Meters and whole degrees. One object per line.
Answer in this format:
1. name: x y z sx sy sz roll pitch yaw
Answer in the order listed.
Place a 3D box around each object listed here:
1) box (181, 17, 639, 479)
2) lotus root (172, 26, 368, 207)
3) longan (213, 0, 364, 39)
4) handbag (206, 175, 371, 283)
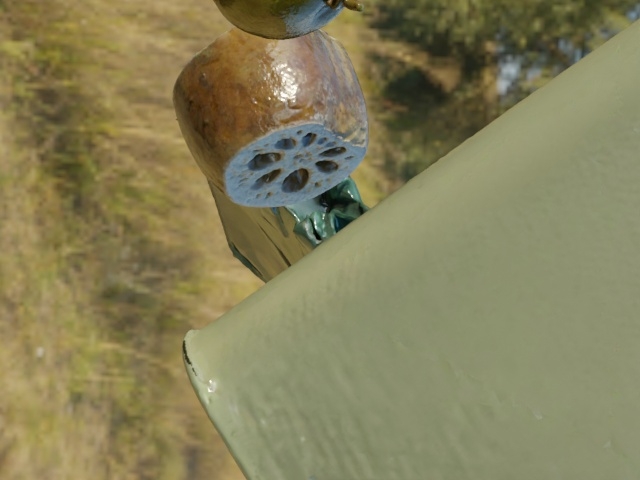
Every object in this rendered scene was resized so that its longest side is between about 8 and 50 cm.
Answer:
1. box: 0.178 0.083 0.542 0.352 0.344 0.177 58 7 6
2. lotus root: -0.031 -0.074 0.838 0.122 0.112 0.081 21 41 -56
3. longan: -0.013 -0.125 0.639 0.075 0.083 0.075 -50 159 -28
4. handbag: 0.004 -0.002 1.246 0.269 0.100 0.274 43 -16 35
